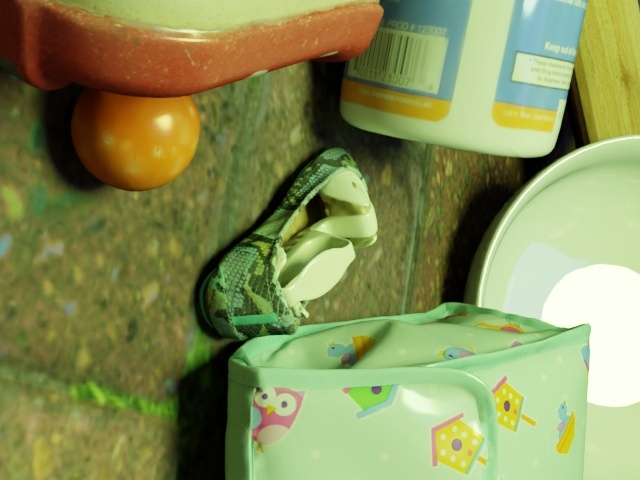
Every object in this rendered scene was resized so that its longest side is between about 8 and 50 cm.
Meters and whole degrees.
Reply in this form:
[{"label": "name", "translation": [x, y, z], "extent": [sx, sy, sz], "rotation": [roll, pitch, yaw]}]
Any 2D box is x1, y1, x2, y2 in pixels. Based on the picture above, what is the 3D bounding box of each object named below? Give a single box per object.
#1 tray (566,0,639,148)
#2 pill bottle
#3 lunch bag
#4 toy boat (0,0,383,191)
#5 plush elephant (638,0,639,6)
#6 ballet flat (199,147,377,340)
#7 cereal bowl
[{"label": "tray", "translation": [0.258, -0.257, 0.942], "extent": [0.203, 0.076, 0.410], "rotation": [-76, 149, -62]}, {"label": "pill bottle", "translation": [0.106, -0.200, 0.627], "extent": [0.152, 0.152, 0.272], "rotation": [-10, 113, -59]}, {"label": "lunch bag", "translation": [0.047, 0.160, 0.579], "extent": [0.262, 0.160, 0.223], "rotation": [-4, 99, -48]}, {"label": "toy boat", "translation": [-0.072, -0.092, 0.427], "extent": [0.231, 0.151, 0.151], "rotation": [-31, 146, -55]}, {"label": "plush elephant", "translation": [0.409, -0.451, 1.080], "extent": [0.330, 0.272, 0.255], "rotation": [40, 80, -24]}, {"label": "ballet flat", "translation": [0.000, 0.000, 0.588], "extent": [0.188, 0.070, 0.070], "rotation": [-53, 133, -46]}, {"label": "cereal bowl", "translation": [0.282, 0.082, 0.869], "extent": [0.141, 0.339, 0.338], "rotation": [129, -32, -77]}]
